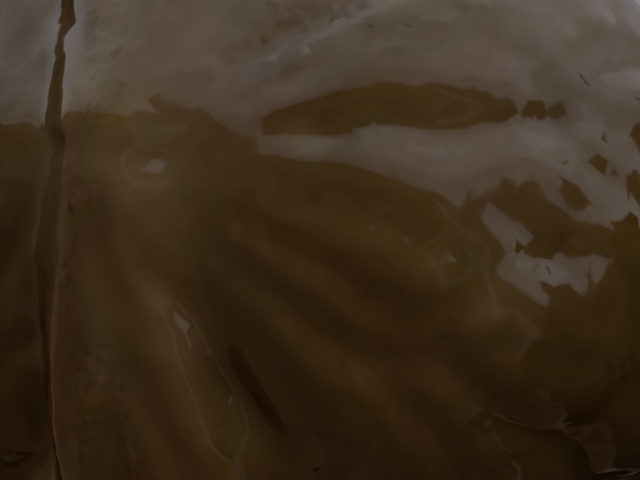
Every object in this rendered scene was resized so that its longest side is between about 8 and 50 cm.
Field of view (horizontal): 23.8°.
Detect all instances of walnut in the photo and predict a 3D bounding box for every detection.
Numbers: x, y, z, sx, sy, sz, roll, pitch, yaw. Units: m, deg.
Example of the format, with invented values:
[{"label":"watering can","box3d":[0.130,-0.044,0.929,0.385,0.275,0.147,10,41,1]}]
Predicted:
[{"label":"walnut","box3d":[0.000,0.000,0.501,0.333,0.333,0.333,18,-24,8]}]
